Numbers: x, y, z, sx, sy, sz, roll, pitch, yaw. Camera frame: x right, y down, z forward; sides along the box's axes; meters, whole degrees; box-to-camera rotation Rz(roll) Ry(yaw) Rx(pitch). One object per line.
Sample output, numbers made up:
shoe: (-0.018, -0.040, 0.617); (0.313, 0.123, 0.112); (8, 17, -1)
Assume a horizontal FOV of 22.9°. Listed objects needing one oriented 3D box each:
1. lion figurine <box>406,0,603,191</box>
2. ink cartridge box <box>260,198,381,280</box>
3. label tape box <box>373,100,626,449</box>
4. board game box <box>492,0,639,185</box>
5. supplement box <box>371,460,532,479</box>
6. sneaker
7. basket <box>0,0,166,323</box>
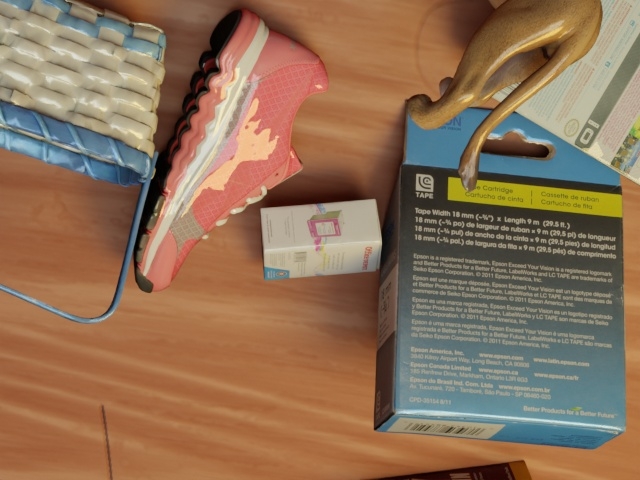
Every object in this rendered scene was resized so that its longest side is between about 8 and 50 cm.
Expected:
lion figurine: (0.185, -0.253, 1.446); (0.240, 0.392, 0.142); (-24, 151, 24)
ink cartridge box: (0.000, 0.000, 1.645); (0.122, 0.088, 0.052); (-4, 69, -3)
label tape box: (0.188, 0.038, 1.649); (0.240, 0.106, 0.334); (6, 71, -7)
board game box: (0.332, -0.176, 1.580); (0.303, 0.097, 0.224); (29, 96, -15)
supplement box: (0.154, 0.374, 1.797); (0.194, 0.129, 0.191); (-7, 113, -3)
sneaker: (-0.092, -0.069, 1.597); (0.136, 0.116, 0.314); (22, 109, -15)
basket: (-0.273, -0.088, 1.508); (0.254, 0.201, 0.289); (22, 78, -13)
